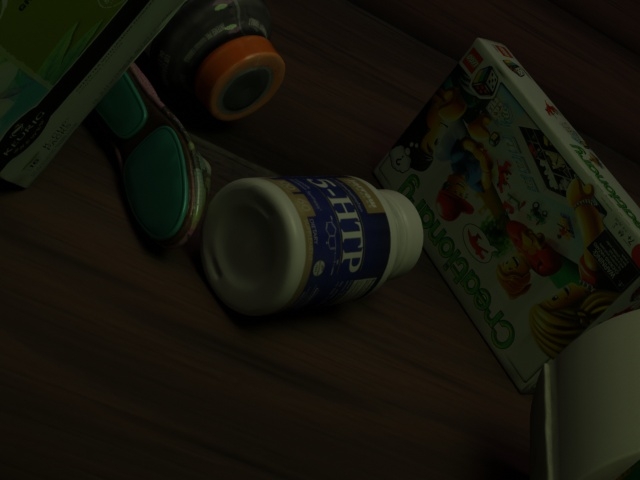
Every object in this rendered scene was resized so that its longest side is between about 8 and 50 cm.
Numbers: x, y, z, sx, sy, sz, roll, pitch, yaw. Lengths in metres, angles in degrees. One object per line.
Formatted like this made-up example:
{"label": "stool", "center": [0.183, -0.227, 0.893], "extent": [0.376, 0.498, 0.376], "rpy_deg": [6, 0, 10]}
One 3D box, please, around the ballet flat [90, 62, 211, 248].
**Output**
{"label": "ballet flat", "center": [-0.141, -0.079, 0.960], "extent": [0.079, 0.077, 0.221], "rpy_deg": [27, 26, -56]}

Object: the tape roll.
{"label": "tape roll", "center": [0.283, 0.194, 0.853], "extent": [0.246, 0.246, 0.169], "rpy_deg": [32, 31, -10]}

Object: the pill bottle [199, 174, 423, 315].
{"label": "pill bottle", "center": [0.000, 0.000, 0.949], "extent": [0.186, 0.112, 0.112], "rpy_deg": [-6, 52, -49]}

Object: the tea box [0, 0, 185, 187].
{"label": "tea box", "center": [-0.294, -0.234, 0.735], "extent": [0.329, 0.220, 0.323], "rpy_deg": [40, 0, 4]}

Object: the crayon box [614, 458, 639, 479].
{"label": "crayon box", "center": [0.226, 0.233, 0.708], "extent": [0.165, 0.278, 0.081], "rpy_deg": [24, 34, -22]}

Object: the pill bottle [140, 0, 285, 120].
{"label": "pill bottle", "center": [-0.134, -0.231, 1.101], "extent": [0.130, 0.130, 0.246], "rpy_deg": [-6, 53, -49]}

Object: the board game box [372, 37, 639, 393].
{"label": "board game box", "center": [0.190, -0.028, 1.102], "extent": [0.053, 0.193, 0.305], "rpy_deg": [4, 44, -44]}
